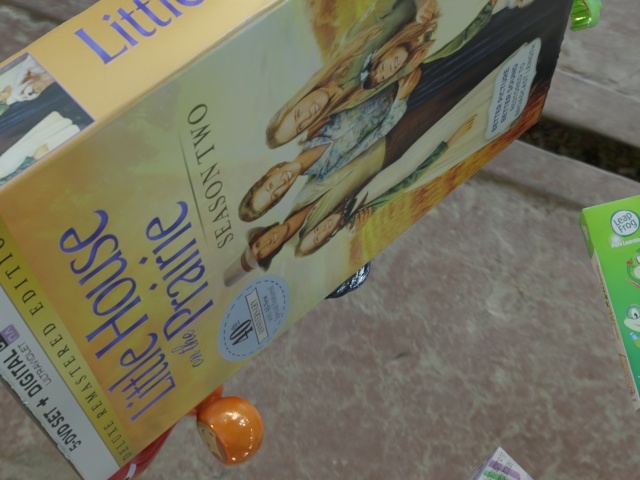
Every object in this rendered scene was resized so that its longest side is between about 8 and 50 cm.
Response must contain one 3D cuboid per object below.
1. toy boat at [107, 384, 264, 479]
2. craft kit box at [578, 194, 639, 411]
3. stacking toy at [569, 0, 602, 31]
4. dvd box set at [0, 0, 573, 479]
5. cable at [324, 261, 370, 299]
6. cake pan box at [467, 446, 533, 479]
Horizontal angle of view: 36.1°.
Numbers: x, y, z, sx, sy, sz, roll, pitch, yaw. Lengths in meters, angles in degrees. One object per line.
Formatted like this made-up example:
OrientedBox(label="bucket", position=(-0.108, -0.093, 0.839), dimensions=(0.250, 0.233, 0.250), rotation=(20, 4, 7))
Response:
OrientedBox(label="toy boat", position=(-0.109, 0.133, 0.857), dimensions=(0.231, 0.151, 0.151), rotation=(-43, 70, 1))
OrientedBox(label="craft kit box", position=(0.460, 0.052, 1.152), dimensions=(0.250, 0.061, 0.247), rotation=(-14, 70, 6))
OrientedBox(label="stacking toy", position=(0.278, -0.126, 0.696), dimensions=(0.221, 0.167, 0.052), rotation=(49, 55, -26))
OrientedBox(label="dvd box set", position=(-0.009, -0.059, 0.556), dimensions=(0.420, 0.307, 0.062), rotation=(-39, 66, -20))
OrientedBox(label="cable", position=(0.000, 0.000, 1.231), dimensions=(0.150, 0.047, 0.184), rotation=(24, 55, -27))
OrientedBox(label="cake pan box", position=(0.276, 0.416, 1.284), dimensions=(0.246, 0.267, 0.070), rotation=(46, 113, 11))
